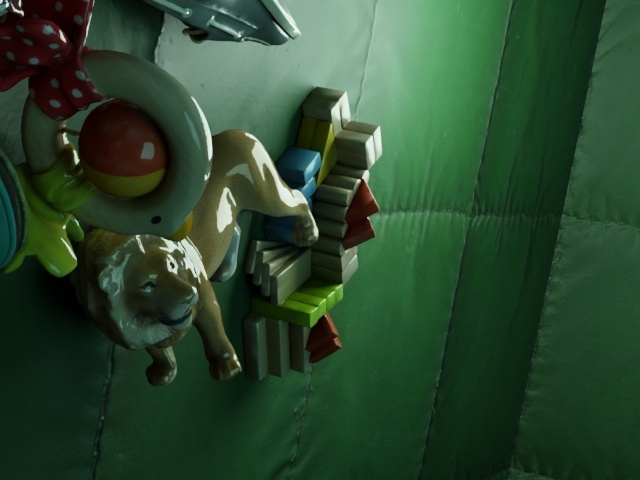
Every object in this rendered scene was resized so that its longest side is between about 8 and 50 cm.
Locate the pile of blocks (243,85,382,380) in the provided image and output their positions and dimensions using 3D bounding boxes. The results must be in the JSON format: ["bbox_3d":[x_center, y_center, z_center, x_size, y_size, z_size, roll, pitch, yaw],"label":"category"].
[{"bbox_3d":[0.000,0.000,1.658,0.149,0.113,0.362,-2,104,-64],"label":"pile of blocks"}]

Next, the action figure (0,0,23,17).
[{"bbox_3d":[-0.273,-0.275,0.849,0.248,0.276,0.370,-48,150,-36],"label":"action figure"}]

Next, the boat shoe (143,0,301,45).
[{"bbox_3d":[-0.112,-0.251,1.365,0.099,0.116,0.319,-34,164,11],"label":"boat shoe"}]

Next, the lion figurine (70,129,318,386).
[{"bbox_3d":[-0.126,-0.009,1.411,0.392,0.142,0.240,-69,149,-48],"label":"lion figurine"}]

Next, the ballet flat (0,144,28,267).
[{"bbox_3d":[-0.309,-0.099,1.002,0.123,0.123,0.348,-66,154,-21],"label":"ballet flat"}]

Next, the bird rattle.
[{"bbox_3d":[-0.188,-0.095,1.150,0.143,0.207,0.253,-65,168,-64],"label":"bird rattle"}]
